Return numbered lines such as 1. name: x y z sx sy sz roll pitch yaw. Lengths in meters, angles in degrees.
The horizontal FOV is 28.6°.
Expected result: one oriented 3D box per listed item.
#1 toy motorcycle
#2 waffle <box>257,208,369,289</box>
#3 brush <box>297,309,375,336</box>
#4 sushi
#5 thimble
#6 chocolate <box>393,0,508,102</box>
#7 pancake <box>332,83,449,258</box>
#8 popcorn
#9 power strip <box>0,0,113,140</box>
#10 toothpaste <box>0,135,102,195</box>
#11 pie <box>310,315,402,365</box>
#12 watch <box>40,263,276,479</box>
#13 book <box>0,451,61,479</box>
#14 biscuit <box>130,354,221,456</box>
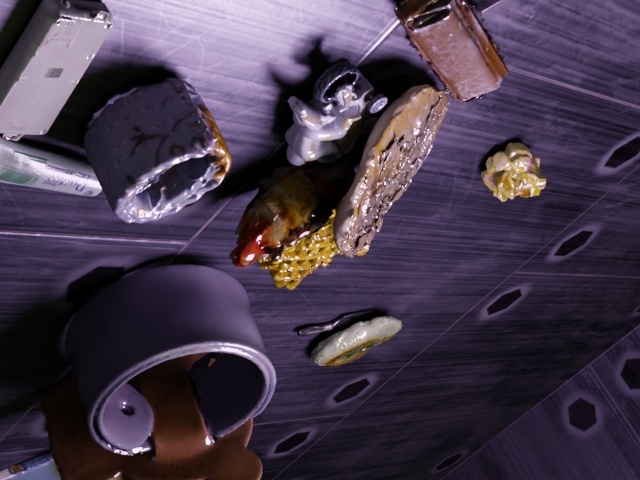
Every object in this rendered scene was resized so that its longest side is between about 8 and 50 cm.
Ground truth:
1. toy motorcycle: 0.011 -0.156 1.632 0.151 0.074 0.228 -39 165 5
2. waffle: 0.000 0.000 1.924 0.193 0.070 0.197 -36 155 9
3. brush: 0.025 0.159 2.325 0.193 0.016 0.063 -6 145 -44
4. sushi: -0.049 -0.046 1.726 0.226 0.097 0.103 -41 -162 -27
5. thimble: -0.189 -0.104 1.445 0.151 0.118 0.127 -28 156 -4
6. chocolate: 0.178 -0.256 1.642 0.102 0.065 0.329 -35 157 9
7. pancake: 0.095 -0.099 1.729 0.282 0.049 0.282 -54 167 -18
8. popcorn: 0.319 -0.108 2.072 0.097 0.089 0.109 -33 162 33
9. power strip: -0.285 -0.176 1.296 0.081 0.035 0.192 -3 144 -46
10. toothpaste: -0.319 -0.082 1.438 0.218 0.041 0.064 11 122 -53
11. pie: 0.069 0.194 2.390 0.187 0.041 0.187 -23 164 -7
12. watch: -0.244 0.205 1.845 0.335 0.314 0.327 -12 139 -14
13. book: -0.586 0.542 2.173 0.428 0.039 0.300 -19 123 -25
14. biscuit: -0.294 0.311 2.159 0.290 0.062 0.237 -21 142 -23
